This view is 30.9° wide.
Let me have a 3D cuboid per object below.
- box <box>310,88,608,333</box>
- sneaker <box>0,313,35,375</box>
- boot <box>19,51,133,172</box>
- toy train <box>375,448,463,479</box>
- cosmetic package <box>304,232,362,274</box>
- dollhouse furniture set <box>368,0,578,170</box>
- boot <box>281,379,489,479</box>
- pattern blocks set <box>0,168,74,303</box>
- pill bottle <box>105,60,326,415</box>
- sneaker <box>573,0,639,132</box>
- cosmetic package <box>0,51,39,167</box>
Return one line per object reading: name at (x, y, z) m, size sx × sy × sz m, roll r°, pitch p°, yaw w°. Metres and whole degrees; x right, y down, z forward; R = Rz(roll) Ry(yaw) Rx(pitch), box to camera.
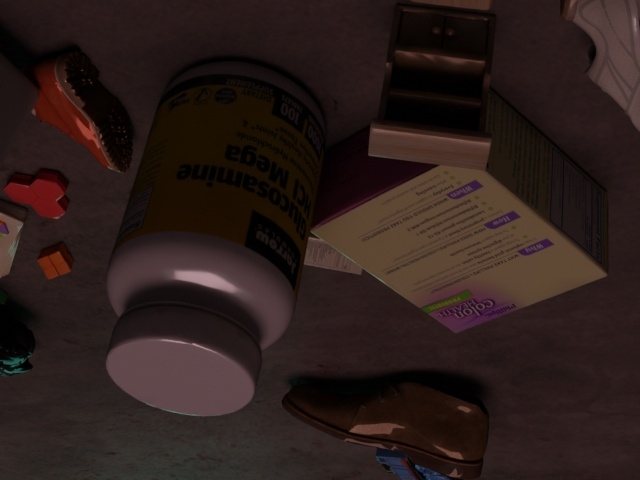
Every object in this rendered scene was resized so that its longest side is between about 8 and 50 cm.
box at (0.153, -0.032, 1.249) m, size 0.243 × 0.117 × 0.214 m, roll 35°, pitch 137°, yaw -29°
sneaker at (-0.465, 0.125, 1.619) m, size 0.124 × 0.107 × 0.283 m, roll 0°, pitch 162°, yaw -6°
boot at (-0.266, -0.135, 1.266) m, size 0.085 × 0.059 × 0.158 m, roll -6°, pitch 133°, yaw 26°
toy train at (0.160, 0.344, 1.794) m, size 0.105 × 0.080 × 0.184 m, roll 0°, pitch 146°, yaw 28°
cosmetic package at (0.000, 0.000, 1.392) m, size 0.115 × 0.041 × 0.060 m, roll 11°, pitch 143°, yaw -2°
dollhouse furniture set at (0.110, -0.202, 0.990) m, size 0.212 × 0.161 × 0.242 m, roll 7°, pitch 144°, yaw 4°
boot at (0.095, 0.241, 1.672) m, size 0.305 × 0.112 × 0.115 m, roll 14°, pitch 103°, yaw 14°
pattern blocks set at (-0.461, -0.013, 1.499) m, size 0.286 × 0.026 × 0.325 m, roll 15°, pitch 144°, yaw -6°
pill bottle at (-0.106, -0.003, 1.165) m, size 0.188 × 0.333 × 0.188 m, roll 6°, pitch 144°, yaw 5°
sneaker at (0.318, -0.149, 1.080) m, size 0.118 × 0.110 × 0.292 m, roll 7°, pitch 149°, yaw 35°
cosmetic package at (-0.557, -0.117, 1.102) m, size 0.327 × 0.329 × 0.393 m, roll -17°, pitch 130°, yaw 34°
